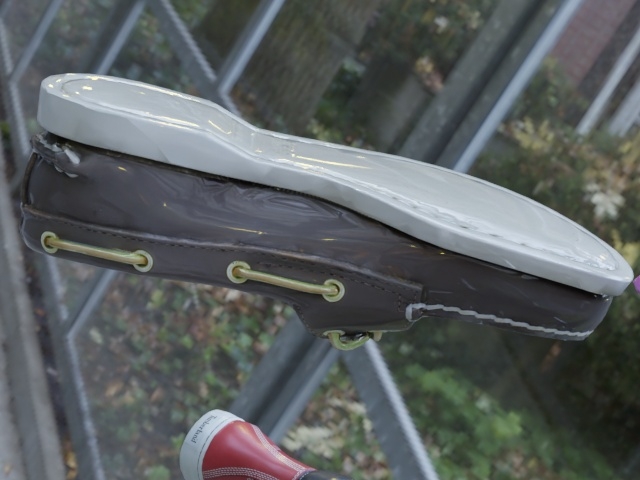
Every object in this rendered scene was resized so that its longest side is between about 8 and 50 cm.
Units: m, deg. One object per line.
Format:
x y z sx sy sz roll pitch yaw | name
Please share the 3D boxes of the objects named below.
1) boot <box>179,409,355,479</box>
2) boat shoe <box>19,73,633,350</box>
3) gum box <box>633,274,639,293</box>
-0.004 0.254 1.011 0.176 0.088 0.244 19 -31 34 | boot
0.000 0.000 0.646 0.324 0.096 0.116 16 17 -3 | boat shoe
0.222 0.055 0.519 0.062 0.107 0.188 33 28 -36 | gum box
